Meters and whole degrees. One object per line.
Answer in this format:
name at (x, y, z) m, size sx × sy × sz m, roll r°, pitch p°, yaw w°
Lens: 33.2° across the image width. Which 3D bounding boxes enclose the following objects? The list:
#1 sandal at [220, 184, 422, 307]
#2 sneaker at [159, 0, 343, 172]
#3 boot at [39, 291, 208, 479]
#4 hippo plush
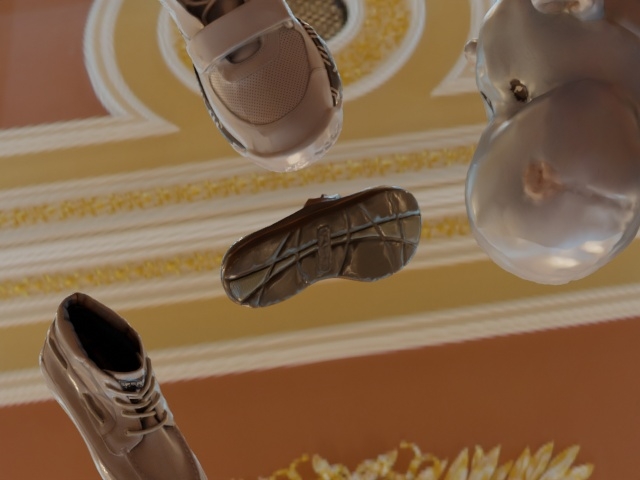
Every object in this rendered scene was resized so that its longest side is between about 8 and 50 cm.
sandal at (0.000, 0.000, 0.928) m, size 0.219 × 0.090 × 0.060 m, roll -19°, pitch -146°, yaw -32°
sneaker at (-0.109, -0.238, 1.030) m, size 0.137 × 0.210 × 0.366 m, roll -31°, pitch -120°, yaw 11°
boot at (-0.199, 0.172, 1.103) m, size 0.258 × 0.123 × 0.095 m, roll 45°, pitch -127°, yaw 15°
hippo plush at (0.206, -0.068, 0.572) m, size 0.236 × 0.234 × 0.294 m, roll 16°, pitch -100°, yaw -16°
